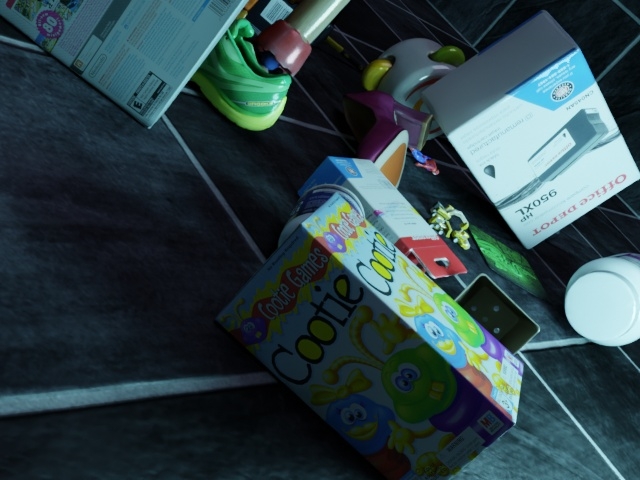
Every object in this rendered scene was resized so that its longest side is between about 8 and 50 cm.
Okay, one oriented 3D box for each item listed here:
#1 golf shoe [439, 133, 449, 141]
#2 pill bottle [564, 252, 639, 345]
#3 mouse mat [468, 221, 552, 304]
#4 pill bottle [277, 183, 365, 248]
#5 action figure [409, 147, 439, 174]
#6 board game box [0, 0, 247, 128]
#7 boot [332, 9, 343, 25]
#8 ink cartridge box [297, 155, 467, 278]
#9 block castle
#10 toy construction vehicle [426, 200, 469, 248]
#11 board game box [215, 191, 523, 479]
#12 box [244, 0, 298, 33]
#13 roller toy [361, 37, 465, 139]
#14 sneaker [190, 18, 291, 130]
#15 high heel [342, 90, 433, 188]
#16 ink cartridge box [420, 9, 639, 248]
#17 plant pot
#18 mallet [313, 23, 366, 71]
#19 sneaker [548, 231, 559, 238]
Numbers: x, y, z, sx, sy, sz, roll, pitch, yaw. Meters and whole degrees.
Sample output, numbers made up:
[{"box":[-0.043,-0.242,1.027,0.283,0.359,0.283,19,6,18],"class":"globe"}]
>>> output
[{"box":[0.290,-0.274,2.075,0.186,0.067,0.086,30,-1,-26],"class":"golf shoe"},{"box":[0.568,0.113,1.678,0.169,0.169,0.301,50,24,19],"class":"pill bottle"},{"box":[0.363,0.043,1.684,0.190,0.007,0.152,27,27,-30],"class":"mouse mat"},{"box":[0.000,0.000,1.058,0.094,0.094,0.169,39,22,-8],"class":"pill bottle"},{"box":[0.202,-0.167,1.772,0.115,0.030,0.038,34,29,-30],"class":"action figure"},{"box":[-0.258,-0.318,1.045,0.303,0.224,0.097,38,24,-12],"class":"board game box"},{"box":[-0.079,-0.599,2.061,0.280,0.096,0.264,33,31,-4],"class":"boot"},{"box":[0.090,-0.013,1.247,0.231,0.078,0.134,50,25,19],"class":"ink cartridge box"},{"box":[-0.182,-0.461,1.431,0.453,0.213,0.303,43,4,-13],"class":"block castle"},{"box":[0.233,-0.033,1.570,0.098,0.035,0.086,33,24,-21],"class":"toy construction vehicle"},{"box":[0.057,0.104,0.900,0.275,0.142,0.144,42,22,0],"class":"board game box"},{"box":[-0.060,-0.469,1.783,0.153,0.108,0.207,40,22,-5],"class":"box"},{"box":[0.199,-0.317,1.827,0.191,0.209,0.146,70,-5,-49],"class":"roller toy"},{"box":[-0.162,-0.291,1.279,0.295,0.123,0.109,40,22,-1],"class":"sneaker"},{"box":[0.069,-0.173,1.521,0.181,0.127,0.377,18,23,13],"class":"high heel"},{"box":[0.428,-0.207,1.745,0.395,0.285,0.166,46,16,-41],"class":"ink cartridge box"},{"box":[0.228,0.117,1.219,0.109,0.109,0.096,45,10,7],"class":"plant pot"},{"box":[0.048,-0.438,1.961,0.190,0.062,0.039,21,32,-42],"class":"mallet"},{"box":[0.484,-0.103,2.019,0.224,0.098,0.083,43,23,3],"class":"sneaker"}]
